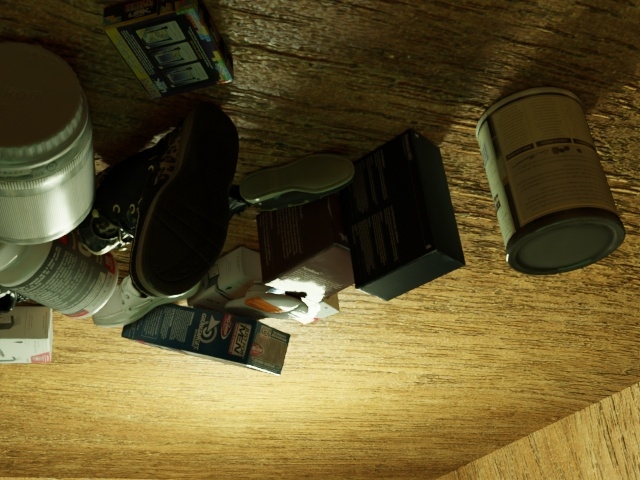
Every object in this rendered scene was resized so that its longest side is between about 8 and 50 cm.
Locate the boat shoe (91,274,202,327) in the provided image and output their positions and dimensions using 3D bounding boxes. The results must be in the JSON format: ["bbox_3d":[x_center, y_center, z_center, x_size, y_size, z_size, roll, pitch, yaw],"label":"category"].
[{"bbox_3d":[-0.408,0.110,1.864,0.277,0.098,0.096,-23,148,9],"label":"boat shoe"}]

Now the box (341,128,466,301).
[{"bbox_3d":[0.146,-0.046,1.540,0.184,0.261,0.103,-30,144,35],"label":"box"}]

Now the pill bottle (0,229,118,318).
[{"bbox_3d":[-0.546,0.035,1.627,0.161,0.161,0.283,-19,149,20],"label":"pill bottle"}]

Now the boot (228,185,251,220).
[{"bbox_3d":[-0.204,-0.071,1.637,0.121,0.045,0.099,6,151,-35],"label":"boot"}]

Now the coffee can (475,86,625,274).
[{"bbox_3d":[0.403,-0.105,1.480,0.201,0.275,0.201,-5,151,-3],"label":"coffee can"}]

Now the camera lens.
[{"bbox_3d":[-0.462,-0.139,1.280,0.219,0.219,0.274,0,150,-12],"label":"camera lens"}]

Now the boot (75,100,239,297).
[{"bbox_3d":[-0.290,-0.038,1.370,0.284,0.377,0.138,-22,135,34],"label":"boot"}]

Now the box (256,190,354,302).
[{"bbox_3d":[0.000,0.000,1.681,0.203,0.168,0.167,-29,144,34],"label":"box"}]

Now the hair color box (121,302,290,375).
[{"bbox_3d":[-0.265,0.220,1.918,0.347,0.105,0.174,8,167,26],"label":"hair color box"}]

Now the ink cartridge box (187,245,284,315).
[{"bbox_3d":[-0.195,0.100,1.903,0.190,0.082,0.139,-29,144,32],"label":"ink cartridge box"}]

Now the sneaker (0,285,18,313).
[{"bbox_3d":[-0.673,0.066,1.688,0.078,0.106,0.234,-13,141,-2],"label":"sneaker"}]

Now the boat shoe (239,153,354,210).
[{"bbox_3d":[-0.038,-0.108,1.580,0.227,0.081,0.069,-9,154,17],"label":"boat shoe"}]

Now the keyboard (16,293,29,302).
[{"bbox_3d":[-0.694,0.092,1.835,0.108,0.023,0.180,-9,150,4],"label":"keyboard"}]

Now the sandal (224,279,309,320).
[{"bbox_3d":[-0.122,0.121,1.810,0.102,0.076,0.265,33,155,-31],"label":"sandal"}]

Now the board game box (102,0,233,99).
[{"bbox_3d":[-0.223,-0.292,1.242,0.141,0.048,0.170,-10,151,9],"label":"board game box"}]

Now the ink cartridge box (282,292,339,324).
[{"bbox_3d":[-0.039,0.142,2.029,0.109,0.063,0.150,-22,148,25],"label":"ink cartridge box"}]

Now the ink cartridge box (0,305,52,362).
[{"bbox_3d":[-0.758,0.226,1.988,0.218,0.092,0.158,3,149,-14],"label":"ink cartridge box"}]
